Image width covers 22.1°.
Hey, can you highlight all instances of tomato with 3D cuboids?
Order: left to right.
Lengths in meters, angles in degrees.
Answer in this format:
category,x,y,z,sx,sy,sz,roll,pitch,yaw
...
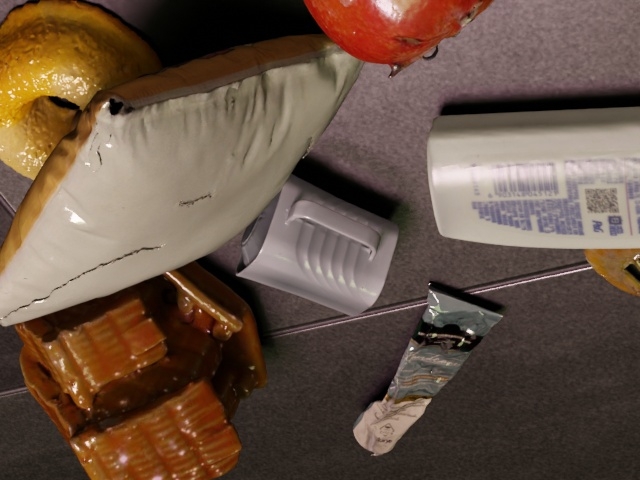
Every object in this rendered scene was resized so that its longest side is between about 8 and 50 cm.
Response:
category,x,y,z,sx,sy,sz,roll,pitch,yaw
tomato,0.058,-0.212,1.255,0.167,0.167,0.167,7,136,7

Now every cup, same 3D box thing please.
category,x,y,z,sx,sy,sz,roll,pitch,yaw
cup,0.000,0.000,1.506,0.129,0.095,0.128,22,158,-13

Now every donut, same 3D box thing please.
category,x,y,z,sx,sy,sz,roll,pitch,yaw
donut,-0.231,-0.121,1.469,0.190,0.075,0.174,-29,122,36

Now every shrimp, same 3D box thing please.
category,x,y,z,sx,sy,sz,roll,pitch,yaw
shrimp,0.333,0.017,1.500,0.178,0.034,0.124,-11,134,26

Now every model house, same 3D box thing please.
category,x,y,z,sx,sy,sz,roll,pitch,yaw
model house,-0.183,0.132,1.591,0.219,0.229,0.199,3,132,15

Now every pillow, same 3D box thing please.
category,x,y,z,sx,sy,sz,roll,pitch,yaw
pillow,-0.127,-0.056,1.386,0.119,0.310,0.312,52,135,13

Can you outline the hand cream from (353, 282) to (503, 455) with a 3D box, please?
category,x,y,z,sx,sy,sz,roll,pitch,yaw
hand cream,0.097,0.136,1.680,0.075,0.052,0.248,5,135,-25

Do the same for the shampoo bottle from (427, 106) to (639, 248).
category,x,y,z,sx,sy,sz,roll,pitch,yaw
shampoo bottle,0.277,-0.051,1.406,0.359,0.078,0.134,-1,126,15
